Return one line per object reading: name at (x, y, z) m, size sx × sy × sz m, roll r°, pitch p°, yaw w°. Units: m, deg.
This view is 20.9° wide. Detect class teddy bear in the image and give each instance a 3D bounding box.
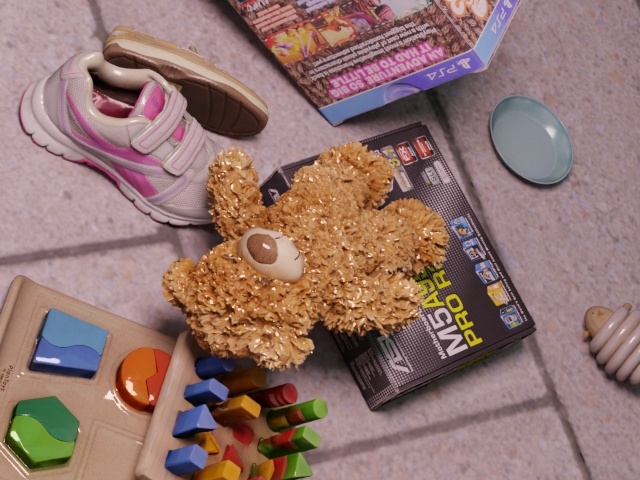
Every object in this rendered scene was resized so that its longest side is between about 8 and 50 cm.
teddy bear at (0.000, 0.000, 1.703) m, size 0.338 × 0.113 × 0.245 m, roll -10°, pitch 66°, yaw -42°

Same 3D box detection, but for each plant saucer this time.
plant saucer at (0.247, -0.116, 2.068) m, size 0.119 × 0.021 × 0.119 m, roll 14°, pitch 58°, yaw -24°

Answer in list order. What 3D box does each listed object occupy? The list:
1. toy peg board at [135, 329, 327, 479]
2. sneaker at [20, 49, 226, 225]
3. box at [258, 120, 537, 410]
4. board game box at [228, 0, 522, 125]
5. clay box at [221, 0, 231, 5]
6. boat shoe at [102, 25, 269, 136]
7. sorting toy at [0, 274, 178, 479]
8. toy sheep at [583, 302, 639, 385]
toy peg board at (-0.073, 0.184, 1.644) m, size 0.160 × 0.079 × 0.161 m, roll 40°, pitch 48°, yaw -31°
sneaker at (-0.172, -0.103, 1.745) m, size 0.252 × 0.111 × 0.103 m, roll 27°, pitch 54°, yaw -18°
box at (0.083, 0.022, 1.869) m, size 0.216 × 0.060 × 0.270 m, roll -19°, pitch 76°, yaw -38°
board game box at (0.032, -0.297, 1.850) m, size 0.291 × 0.232 × 0.141 m, roll 49°, pitch 48°, yaw -24°
clay box at (-0.118, -0.382, 1.966) m, size 0.127 × 0.053 × 0.222 m, roll 24°, pitch 56°, yaw -20°
boat shoe at (-0.137, -0.177, 1.840) m, size 0.190 × 0.068 × 0.072 m, roll 27°, pitch 43°, yaw -17°
sorting toy at (-0.219, 0.196, 1.600) m, size 0.229 × 0.041 × 0.307 m, roll 25°, pitch 54°, yaw -18°
toy sheep at (0.354, 0.120, 1.968) m, size 0.132 × 0.091 × 0.091 m, roll 36°, pitch 49°, yaw 13°
